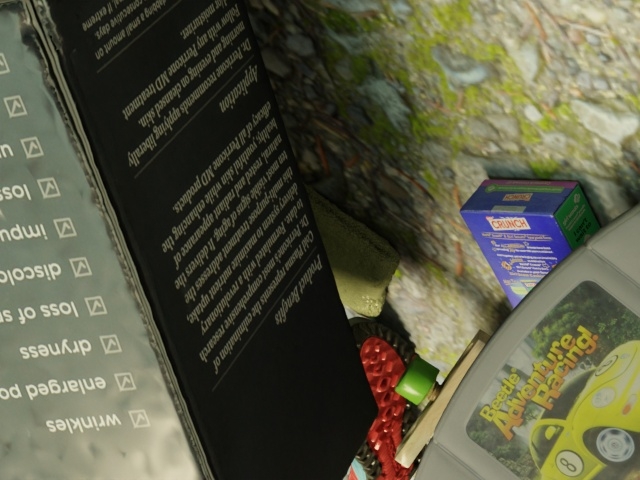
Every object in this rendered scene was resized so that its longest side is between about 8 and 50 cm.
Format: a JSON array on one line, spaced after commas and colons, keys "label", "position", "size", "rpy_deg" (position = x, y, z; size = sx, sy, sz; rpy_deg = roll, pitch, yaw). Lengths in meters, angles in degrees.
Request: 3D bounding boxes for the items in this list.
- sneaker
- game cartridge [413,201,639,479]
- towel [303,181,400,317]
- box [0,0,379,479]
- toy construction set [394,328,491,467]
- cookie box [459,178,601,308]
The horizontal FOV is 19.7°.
[{"label": "sneaker", "position": [0.017, 0.154, 1.701], "size": [0.125, 0.104, 0.262], "rpy_deg": [28, 149, 25]}, {"label": "game cartridge", "position": [0.200, 0.123, 1.280], "size": [0.196, 0.294, 0.060], "rpy_deg": [38, -174, 10]}, {"label": "towel", "position": [0.000, 0.000, 1.583], "size": [0.148, 0.027, 0.110], "rpy_deg": [35, 150, 10]}, {"label": "box", "position": [-0.271, 0.027, 1.404], "size": [0.480, 0.297, 0.472], "rpy_deg": [-8, 112, 25]}, {"label": "toy construction set", "position": [0.171, 0.155, 1.415], "size": [0.237, 0.257, 0.309], "rpy_deg": [39, 129, 6]}, {"label": "cookie box", "position": [0.169, 0.006, 1.382], "size": [0.092, 0.040, 0.107], "rpy_deg": [4, 136, 45]}]
